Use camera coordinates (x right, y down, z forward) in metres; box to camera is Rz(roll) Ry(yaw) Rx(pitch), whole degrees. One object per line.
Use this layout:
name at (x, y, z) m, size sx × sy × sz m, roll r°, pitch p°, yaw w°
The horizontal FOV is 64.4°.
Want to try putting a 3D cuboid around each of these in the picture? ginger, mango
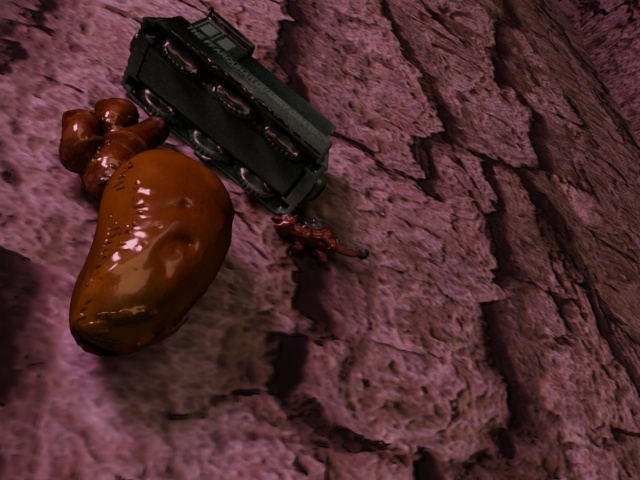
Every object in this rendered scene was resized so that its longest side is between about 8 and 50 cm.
ginger at (-0.258, -0.120, 0.618) m, size 0.103 × 0.073 × 0.162 m, roll 44°, pitch 36°, yaw -19°
mango at (-0.172, 0.005, 0.524) m, size 0.156 × 0.151 × 0.249 m, roll 61°, pitch 30°, yaw -33°

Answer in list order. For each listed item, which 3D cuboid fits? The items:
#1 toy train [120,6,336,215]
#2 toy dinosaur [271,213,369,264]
toy train at (-0.112, -0.193, 0.733) m, size 0.330 × 0.138 × 0.178 m, roll 39°, pitch 40°, yaw -6°
toy dinosaur at (0.000, 0.000, 0.725) m, size 0.154 × 0.049 × 0.055 m, roll 20°, pitch 45°, yaw -15°
